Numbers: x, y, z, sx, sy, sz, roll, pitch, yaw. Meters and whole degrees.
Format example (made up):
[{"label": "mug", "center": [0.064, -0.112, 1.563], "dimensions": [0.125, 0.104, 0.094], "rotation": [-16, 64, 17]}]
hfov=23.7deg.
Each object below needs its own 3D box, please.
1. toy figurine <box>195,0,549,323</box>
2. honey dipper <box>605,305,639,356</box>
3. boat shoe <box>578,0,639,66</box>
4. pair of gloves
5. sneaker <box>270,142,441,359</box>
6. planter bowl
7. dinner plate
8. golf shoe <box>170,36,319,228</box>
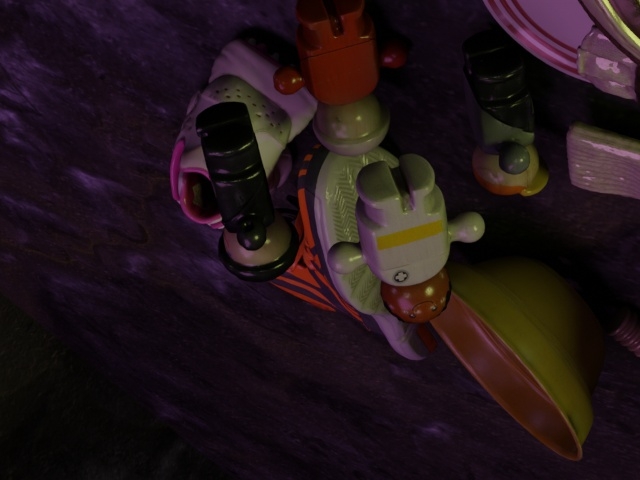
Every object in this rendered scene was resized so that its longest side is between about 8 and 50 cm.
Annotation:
[{"label": "toy figurine", "center": [0.038, -0.054, 1.068], "dimensions": [0.210, 0.213, 0.148], "rotation": [18, 144, 25]}, {"label": "honey dipper", "center": [0.314, 0.113, 1.308], "dimensions": [0.161, 0.030, 0.030], "rotation": [36, 161, -12]}, {"label": "boat shoe", "center": [0.166, -0.171, 0.766], "dimensions": [0.257, 0.095, 0.095], "rotation": [42, 153, -22]}, {"label": "pair of gloves", "center": [0.252, -0.052, 0.959], "dimensions": [0.204, 0.042, 0.240], "rotation": [21, 160, 13]}, {"label": "sneaker", "center": [0.000, 0.000, 1.388], "dimensions": [0.180, 0.124, 0.321], "rotation": [21, 158, 28]}, {"label": "planter bowl", "center": [0.179, 0.079, 1.312], "dimensions": [0.217, 0.090, 0.217], "rotation": [47, 172, 9]}, {"label": "dinner plate", "center": [0.160, -0.146, 0.946], "dimensions": [0.141, 0.017, 0.141], "rotation": [29, 161, 11]}, {"label": "golf shoe", "center": [-0.091, -0.068, 1.349], "dimensions": [0.115, 0.140, 0.306], "rotation": [31, 162, 2]}]
